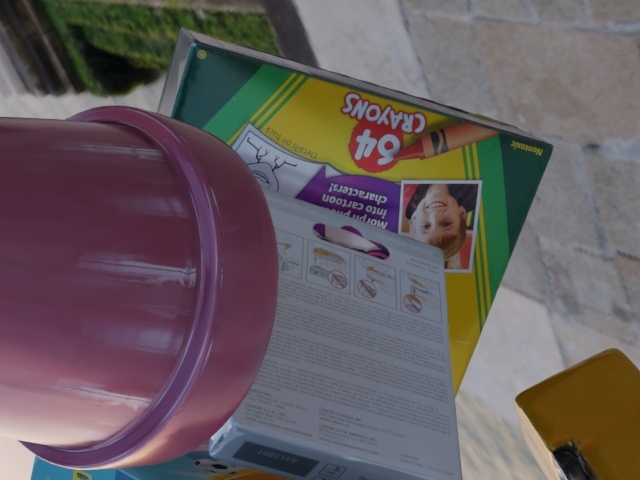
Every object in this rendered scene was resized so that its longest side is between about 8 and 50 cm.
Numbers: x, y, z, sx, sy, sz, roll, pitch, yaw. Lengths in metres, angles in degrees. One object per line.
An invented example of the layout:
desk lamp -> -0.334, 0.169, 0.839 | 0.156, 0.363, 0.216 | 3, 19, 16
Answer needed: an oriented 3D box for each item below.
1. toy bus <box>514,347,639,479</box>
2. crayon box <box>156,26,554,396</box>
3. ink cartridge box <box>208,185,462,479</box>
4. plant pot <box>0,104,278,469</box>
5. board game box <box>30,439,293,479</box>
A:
toy bus -> 0.275, 0.240, 0.789 | 0.130, 0.108, 0.333 | 67, 177, -46
crayon box -> 0.000, 0.000, 0.972 | 0.106, 0.362, 0.313 | -127, 53, -66
ink cartridge box -> 0.015, 0.083, 0.793 | 0.066, 0.189, 0.232 | -55, 24, 39
plant pot -> -0.151, 0.018, 0.515 | 0.201, 0.201, 0.180 | 48, -160, 31
board game box -> -0.039, 0.229, 0.815 | 0.336, 0.253, 0.079 | 13, 92, 44
